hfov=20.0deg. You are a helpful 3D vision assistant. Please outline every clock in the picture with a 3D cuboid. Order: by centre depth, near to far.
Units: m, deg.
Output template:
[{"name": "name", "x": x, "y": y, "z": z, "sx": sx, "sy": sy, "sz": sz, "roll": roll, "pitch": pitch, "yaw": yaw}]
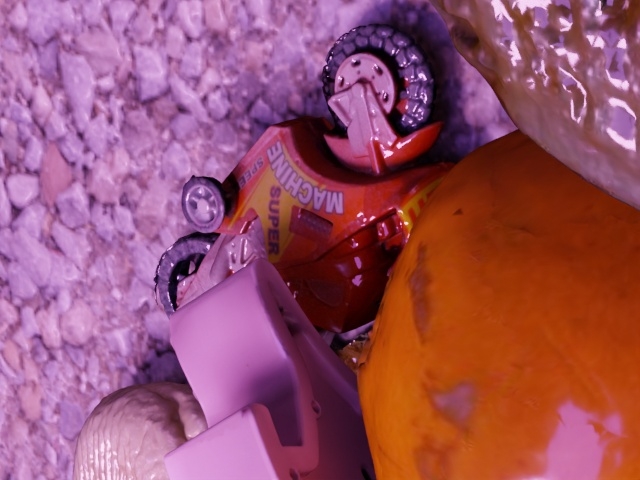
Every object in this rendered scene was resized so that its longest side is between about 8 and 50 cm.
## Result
[{"name": "clock", "x": 0.013, "y": 0.147, "z": 1.149, "sx": 0.080, "sy": 0.275, "sz": 0.290, "roll": -30, "pitch": 93, "yaw": 26}]

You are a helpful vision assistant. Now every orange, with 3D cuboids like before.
[{"name": "orange", "x": 0.168, "y": 0.083, "z": 1.017, "sx": 0.312, "sy": 0.312, "sz": 0.312, "roll": 13, "pitch": 117, "yaw": 26}]

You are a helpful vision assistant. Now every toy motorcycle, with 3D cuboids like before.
[{"name": "toy motorcycle", "x": 0.000, "y": -0.002, "z": 1.209, "sx": 0.171, "sy": 0.089, "sz": 0.298, "roll": 47, "pitch": 125, "yaw": 9}]

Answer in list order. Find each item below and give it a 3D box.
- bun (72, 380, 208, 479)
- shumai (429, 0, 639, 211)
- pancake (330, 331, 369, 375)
[{"name": "bun", "x": -0.089, "y": 0.199, "z": 1.328, "sx": 0.220, "sy": 0.134, "sz": 0.220, "roll": 27, "pitch": 123, "yaw": 52}, {"name": "shumai", "x": 0.250, "y": -0.187, "z": 0.828, "sx": 0.397, "sy": 0.323, "sz": 0.324, "roll": 18, "pitch": 120, "yaw": 30}, {"name": "pancake", "x": 0.033, "y": 0.125, "z": 1.292, "sx": 0.116, "sy": 0.022, "sz": 0.129, "roll": 40, "pitch": 130, "yaw": 10}]
